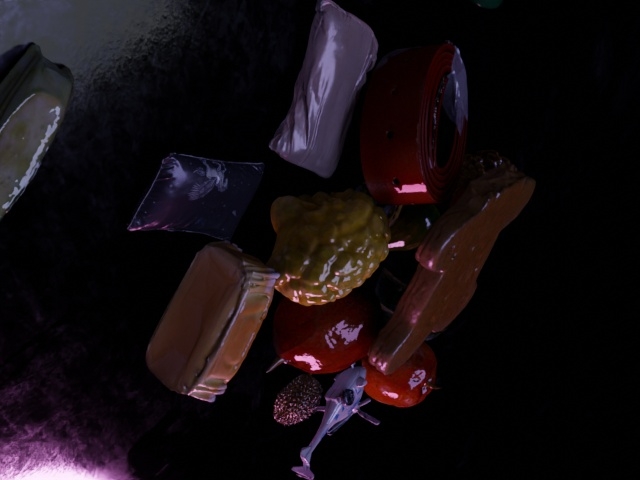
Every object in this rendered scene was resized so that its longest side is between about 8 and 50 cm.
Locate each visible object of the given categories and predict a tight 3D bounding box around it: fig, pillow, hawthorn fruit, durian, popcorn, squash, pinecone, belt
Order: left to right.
[{"bbox_3d":[-0.178,-0.066,1.161,0.208,0.055,0.141,5,118,-53],"label":"pillow"},{"bbox_3d":[-0.035,0.341,1.667,0.140,0.071,0.110,-55,147,-14],"label":"durian"},{"bbox_3d":[-0.004,0.171,1.480,0.251,0.189,0.190,-36,143,-9],"label":"hawthorn fruit"},{"bbox_3d":[0.000,0.000,1.320,0.226,0.203,0.200,-39,176,15],"label":"popcorn"},{"bbox_3d":[0.007,-0.234,1.253,0.173,0.067,0.270,4,110,-54],"label":"pillow"},{"bbox_3d":[0.170,-0.022,1.616,0.177,0.117,0.117,-44,146,-2],"label":"fig"},{"bbox_3d":[0.196,0.309,1.820,0.179,0.200,0.179,-37,141,-38],"label":"hawthorn fruit"},{"bbox_3d":[0.170,-0.205,1.347,0.227,0.115,0.324,59,40,-45],"label":"belt"},{"bbox_3d":[0.235,0.102,1.731,0.252,0.165,0.252,-31,136,-35],"label":"squash"},{"bbox_3d":[0.368,-0.126,1.737,0.173,0.173,0.174,-32,139,-33],"label":"pinecone"}]

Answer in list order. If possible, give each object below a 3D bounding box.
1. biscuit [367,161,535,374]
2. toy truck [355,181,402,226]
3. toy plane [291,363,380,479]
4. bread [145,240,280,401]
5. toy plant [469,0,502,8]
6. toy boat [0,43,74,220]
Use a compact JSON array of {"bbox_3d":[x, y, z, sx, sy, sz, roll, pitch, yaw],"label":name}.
[{"bbox_3d":[0.239,0.036,1.433,0.368,0.076,0.394,-31,149,-44],"label":"biscuit"},{"bbox_3d":[0.104,-0.025,1.535,0.116,0.085,0.191,-21,136,-55],"label":"toy truck"},{"bbox_3d":[0.017,0.378,1.696,0.273,0.182,0.107,-36,122,-22],"label":"toy plane"},{"bbox_3d":[-0.172,0.128,1.255,0.107,0.136,0.241,22,98,-56],"label":"bread"},{"bbox_3d":[0.333,-0.541,1.387,0.232,0.112,0.243,-44,153,-24],"label":"toy plant"},{"bbox_3d":[-0.375,-0.082,0.894,0.293,0.055,0.093,-57,144,-2],"label":"toy boat"}]
